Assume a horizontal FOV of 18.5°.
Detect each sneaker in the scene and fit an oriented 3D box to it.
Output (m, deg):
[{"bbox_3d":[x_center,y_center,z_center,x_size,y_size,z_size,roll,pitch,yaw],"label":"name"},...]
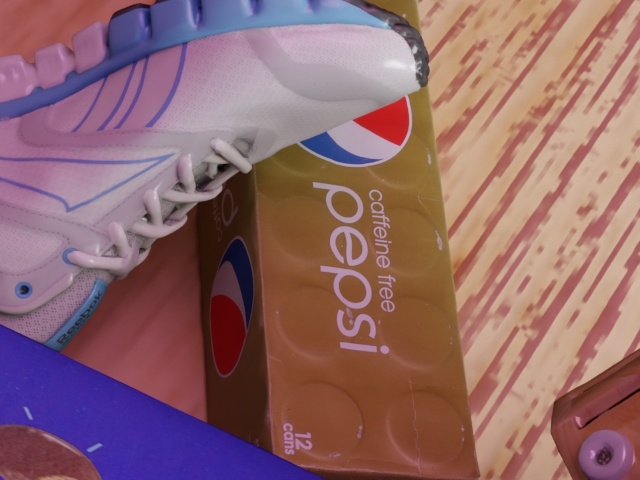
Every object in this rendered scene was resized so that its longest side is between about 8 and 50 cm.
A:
[{"bbox_3d":[-0.059,-0.013,0.533,0.190,0.071,0.083,-14,73,13],"label":"sneaker"}]

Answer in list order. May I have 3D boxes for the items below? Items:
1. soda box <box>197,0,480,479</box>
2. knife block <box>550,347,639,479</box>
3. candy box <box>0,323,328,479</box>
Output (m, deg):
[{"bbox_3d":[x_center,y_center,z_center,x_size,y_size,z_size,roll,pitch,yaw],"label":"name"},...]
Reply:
[{"bbox_3d":[0.000,0.000,0.586,0.061,0.058,0.181,7,58,-19],"label":"soda box"},{"bbox_3d":[0.189,0.160,0.504,0.242,0.088,0.276,39,21,-50],"label":"knife block"},{"bbox_3d":[-0.088,0.125,0.366,0.317,0.122,0.268,26,23,-5],"label":"candy box"}]
